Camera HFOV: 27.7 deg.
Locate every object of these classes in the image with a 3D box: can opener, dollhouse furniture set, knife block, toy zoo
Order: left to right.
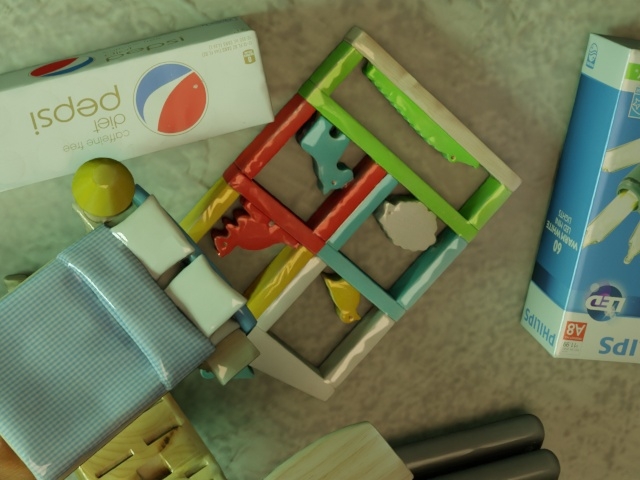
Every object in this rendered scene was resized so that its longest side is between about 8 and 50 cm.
[{"bbox_3d":[-0.146,0.118,0.840,0.286,0.198,0.303,-38,85,-20],"label":"dollhouse furniture set"},{"bbox_3d":[-0.110,0.252,1.048,0.088,0.242,0.275,-33,78,-20],"label":"knife block"},{"bbox_3d":[0.000,0.000,1.050,0.192,0.030,0.293,41,95,-22],"label":"toy zoo"},{"bbox_3d":[0.067,0.221,1.130,0.280,0.074,0.093,-16,145,-6],"label":"can opener"}]

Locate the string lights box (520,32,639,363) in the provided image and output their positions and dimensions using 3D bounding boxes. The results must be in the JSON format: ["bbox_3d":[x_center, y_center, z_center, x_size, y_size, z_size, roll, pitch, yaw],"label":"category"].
[{"bbox_3d":[0.266,-0.031,1.081,0.133,0.077,0.259,5,107,-17],"label":"string lights box"}]

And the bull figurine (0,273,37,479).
[{"bbox_3d":[-0.333,0.132,0.967,0.310,0.101,0.188,-4,107,-24],"label":"bull figurine"}]

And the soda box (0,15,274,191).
[{"bbox_3d":[-0.148,-0.102,0.959,0.216,0.069,0.073,-15,111,-8],"label":"soda box"}]
